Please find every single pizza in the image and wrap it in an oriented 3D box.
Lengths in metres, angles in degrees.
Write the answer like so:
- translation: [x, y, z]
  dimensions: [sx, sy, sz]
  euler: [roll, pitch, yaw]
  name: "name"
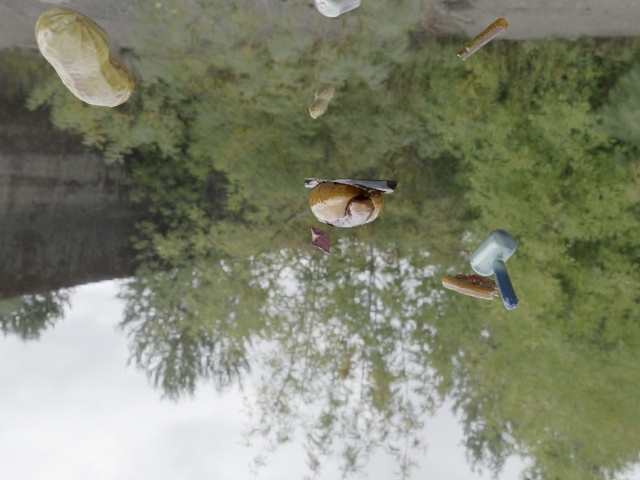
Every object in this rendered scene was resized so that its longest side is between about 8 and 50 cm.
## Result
- translation: [0.493, 0.134, 2.145]
  dimensions: [0.188, 0.062, 0.198]
  euler: [18, -169, 37]
  name: "pizza"

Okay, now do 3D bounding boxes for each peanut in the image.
- translation: [0.003, -0.280, 1.387]
  dimensions: [0.037, 0.083, 0.037]
  euler: [20, 160, 8]
  name: "peanut"
- translation: [-0.536, -0.412, 1.586]
  dimensions: [0.146, 0.147, 0.306]
  euler: [6, 152, 15]
  name: "peanut"

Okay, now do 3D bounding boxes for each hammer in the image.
- translation: [0.395, 0.073, 1.515]
  dimensions: [0.069, 0.116, 0.194]
  euler: [16, -138, -24]
  name: "hammer"

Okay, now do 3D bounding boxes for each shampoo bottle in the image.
- translation: [0.034, -0.538, 1.550]
  dimensions: [0.072, 0.043, 0.099]
  euler: [36, -129, 22]
  name: "shampoo bottle"

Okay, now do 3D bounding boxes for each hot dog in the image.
- translation: [0.053, -0.084, 1.576]
  dimensions: [0.194, 0.107, 0.326]
  euler: [3, -177, -6]
  name: "hot dog"

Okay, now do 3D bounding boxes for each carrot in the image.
- translation: [0.489, -0.605, 2.081]
  dimensions: [0.170, 0.042, 0.042]
  euler: [-38, 172, 21]
  name: "carrot"

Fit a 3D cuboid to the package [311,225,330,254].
- translation: [0.000, 0.000, 1.764]
  dimensions: [0.059, 0.029, 0.083]
  euler: [30, -149, -23]
  name: "package"
